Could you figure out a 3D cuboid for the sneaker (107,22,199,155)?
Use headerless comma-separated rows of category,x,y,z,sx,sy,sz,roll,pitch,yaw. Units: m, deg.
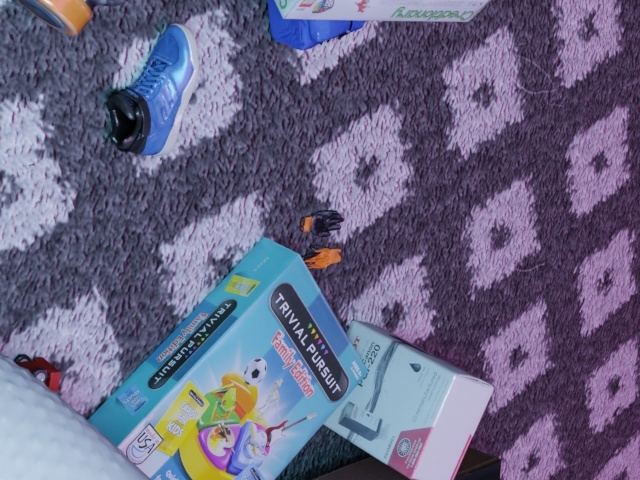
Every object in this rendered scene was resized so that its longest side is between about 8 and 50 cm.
sneaker,-0.189,-0.166,1.352,0.084,0.058,0.152,-5,118,-52

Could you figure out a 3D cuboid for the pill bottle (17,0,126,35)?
pill bottle,-0.208,-0.323,1.211,0.245,0.130,0.130,-57,136,-9

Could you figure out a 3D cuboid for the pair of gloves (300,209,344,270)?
pair of gloves,0.000,0.000,1.646,0.074,0.010,0.083,-11,113,-39

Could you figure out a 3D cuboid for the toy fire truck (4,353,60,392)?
toy fire truck,-0.348,0.199,1.368,0.192,0.047,0.135,-2,111,-43

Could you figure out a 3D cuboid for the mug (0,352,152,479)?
mug,-0.387,0.262,1.132,0.328,0.276,0.374,44,56,-4

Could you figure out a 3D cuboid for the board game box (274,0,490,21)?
board game box,0.045,-0.345,1.417,0.305,0.193,0.053,-8,155,-42

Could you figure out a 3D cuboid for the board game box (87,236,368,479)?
board game box,-0.111,0.203,1.579,0.336,0.079,0.254,-47,134,-19

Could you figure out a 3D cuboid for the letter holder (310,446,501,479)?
letter holder,0.077,0.386,1.753,0.302,0.214,0.152,-11,109,-39

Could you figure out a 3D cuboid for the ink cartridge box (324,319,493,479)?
ink cartridge box,0.109,0.224,1.700,0.092,0.218,0.158,23,91,-42

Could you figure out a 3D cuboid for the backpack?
backpack,0.009,-0.284,1.464,0.120,0.101,0.098,-30,133,-36
